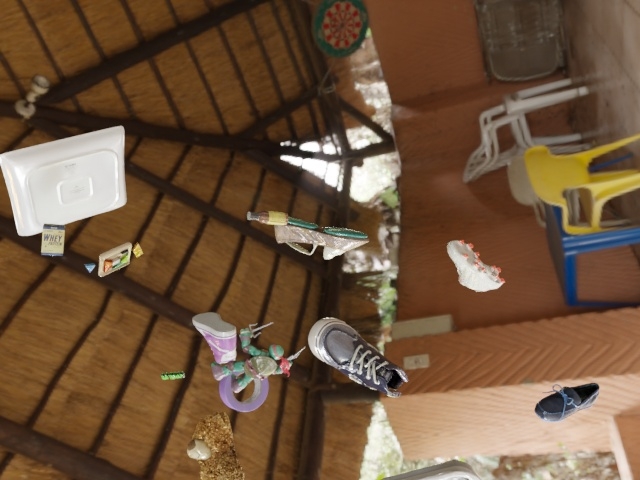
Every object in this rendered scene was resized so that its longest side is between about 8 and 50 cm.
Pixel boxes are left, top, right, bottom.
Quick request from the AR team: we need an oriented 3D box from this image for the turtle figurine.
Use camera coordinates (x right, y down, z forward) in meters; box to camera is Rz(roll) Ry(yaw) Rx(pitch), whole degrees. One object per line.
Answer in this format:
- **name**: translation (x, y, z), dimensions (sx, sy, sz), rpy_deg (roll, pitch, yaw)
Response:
- **turtle figurine**: translation (-0.168, 0.317, 1.493), dimensions (0.175, 0.234, 0.118), rpy_deg (53, -162, -15)

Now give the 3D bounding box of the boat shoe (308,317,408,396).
- **boat shoe**: translation (0.116, 0.324, 1.536), dimensions (0.340, 0.158, 0.127), rpy_deg (39, -105, -44)

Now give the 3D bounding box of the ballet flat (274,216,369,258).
- **ballet flat**: translation (0.000, 0.000, 1.805), dimensions (0.107, 0.315, 0.106), rpy_deg (-32, -47, -69)

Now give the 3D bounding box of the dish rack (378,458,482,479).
- **dish rack**: translation (0.283, 0.642, 1.321), dimensions (0.333, 0.285, 0.072), rpy_deg (57, -159, -23)

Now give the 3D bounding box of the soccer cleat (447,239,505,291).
- **soccer cleat**: translation (0.312, 0.062, 1.169), dimensions (0.196, 0.076, 0.068), rpy_deg (31, -140, -39)

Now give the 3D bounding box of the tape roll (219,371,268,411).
- **tape roll**: translation (-0.313, 0.599, 2.286), dimensions (0.188, 0.080, 0.189), rpy_deg (5, -100, -26)

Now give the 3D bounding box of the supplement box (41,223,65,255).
- **supplement box**: translation (-0.754, -0.003, 1.578), dimensions (0.083, 0.056, 0.084), rpy_deg (-168, 82, -65)

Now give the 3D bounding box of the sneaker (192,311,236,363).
- **sneaker**: translation (-0.398, 0.372, 2.086), dimensions (0.282, 0.102, 0.161), rpy_deg (20, 118, 56)

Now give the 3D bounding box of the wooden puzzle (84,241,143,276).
- **wooden puzzle**: translation (-0.400, 0.038, 1.094), dimensions (0.014, 0.116, 0.079), rpy_deg (49, 150, 16)

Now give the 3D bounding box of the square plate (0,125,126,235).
- **square plate**: translation (-0.748, -0.166, 1.688), dimensions (0.049, 0.347, 0.344), rpy_deg (50, 144, 23)

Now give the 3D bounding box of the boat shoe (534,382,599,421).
- **boat shoe**: translation (0.800, 0.509, 1.821), dimensions (0.109, 0.258, 0.089), rpy_deg (46, 137, 41)

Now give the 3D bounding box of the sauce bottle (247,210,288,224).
- **sauce bottle**: translation (-0.161, -0.071, 1.704), dimensions (0.128, 0.042, 0.042), rpy_deg (7, -112, -32)

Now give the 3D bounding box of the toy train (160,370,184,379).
- **toy train**: translation (-0.483, 0.444, 1.835), dimensions (0.017, 0.083, 0.024), rpy_deg (-80, -20, -54)

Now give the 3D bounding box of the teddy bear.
- **teddy bear**: translation (-0.243, 0.596, 1.356), dimensions (0.245, 0.113, 0.339), rpy_deg (-176, 74, -68)
